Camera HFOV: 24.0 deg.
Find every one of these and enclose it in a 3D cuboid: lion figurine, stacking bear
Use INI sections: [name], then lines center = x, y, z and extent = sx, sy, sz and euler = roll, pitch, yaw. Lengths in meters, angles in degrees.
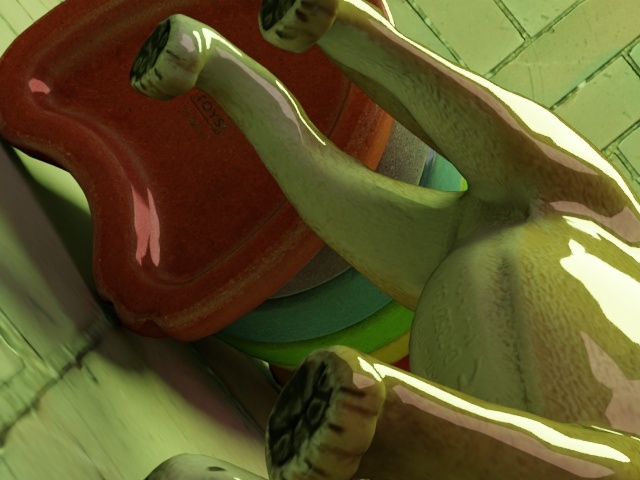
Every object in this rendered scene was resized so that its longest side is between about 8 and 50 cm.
[lion figurine]
center = 0.066, 0.045, 0.454
extent = 0.240, 0.142, 0.392
euler = 26, 41, -25
[stacking bear]
center = 0.000, 0.000, 0.724
extent = 0.175, 0.164, 0.289
euler = 53, 0, 32
